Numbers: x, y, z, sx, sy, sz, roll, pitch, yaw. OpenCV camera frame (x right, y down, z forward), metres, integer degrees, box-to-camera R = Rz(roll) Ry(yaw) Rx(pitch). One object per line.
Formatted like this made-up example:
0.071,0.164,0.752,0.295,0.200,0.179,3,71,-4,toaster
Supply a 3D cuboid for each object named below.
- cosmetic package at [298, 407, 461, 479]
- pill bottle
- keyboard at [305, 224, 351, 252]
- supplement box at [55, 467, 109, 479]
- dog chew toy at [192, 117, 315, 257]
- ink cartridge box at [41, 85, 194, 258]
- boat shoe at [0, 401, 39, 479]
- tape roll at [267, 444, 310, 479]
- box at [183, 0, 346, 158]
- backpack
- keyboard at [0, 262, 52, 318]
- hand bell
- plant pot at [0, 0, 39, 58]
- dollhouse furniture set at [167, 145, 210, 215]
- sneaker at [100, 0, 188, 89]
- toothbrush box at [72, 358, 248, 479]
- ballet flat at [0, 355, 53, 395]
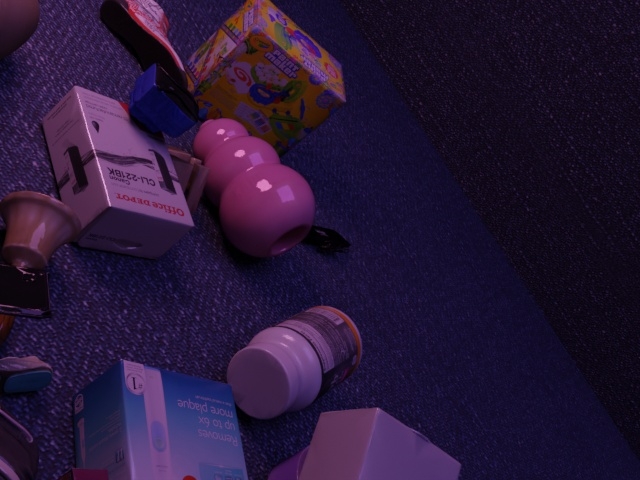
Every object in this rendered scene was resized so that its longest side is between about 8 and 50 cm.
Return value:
0.060,0.477,1.229,0.217,0.156,0.385,40,53,-25,cosmetic package
-0.045,0.227,1.493,0.162,0.162,0.278,57,28,8,pill bottle
0.000,0.000,1.979,0.192,0.038,0.100,11,26,-51,keyboard
-0.319,0.331,1.030,0.055,0.083,0.043,20,42,-45,supplement box
-0.157,-0.127,1.699,0.332,0.206,0.206,54,26,18,dog chew toy
-0.367,-0.118,1.440,0.197,0.114,0.273,15,46,-52,ink cartridge box
-0.471,0.188,0.949,0.335,0.112,0.095,51,14,-14,boat shoe
-0.001,0.456,1.386,0.189,0.080,0.189,37,32,-28,tape roll
-0.139,-0.379,1.918,0.290,0.279,0.177,36,32,-31,box
-0.291,-0.251,1.483,0.120,0.101,0.098,39,30,-35,backpack
-0.508,0.035,1.013,0.317,0.033,0.201,12,21,-26,keyboard
-0.446,0.060,1.160,0.126,0.126,0.242,35,46,-31,hand bell
-0.584,-0.395,1.320,0.256,0.256,0.274,51,12,-5,plant pot
-0.315,-0.119,1.618,0.151,0.123,0.144,28,12,34,dollhouse furniture set
-0.375,-0.461,1.849,0.270,0.090,0.145,49,30,-3,sneaker
-0.220,0.342,1.128,0.216,0.126,0.296,25,40,-43,toothbrush box
-0.439,0.182,1.067,0.052,0.057,0.168,36,13,31,ballet flat
